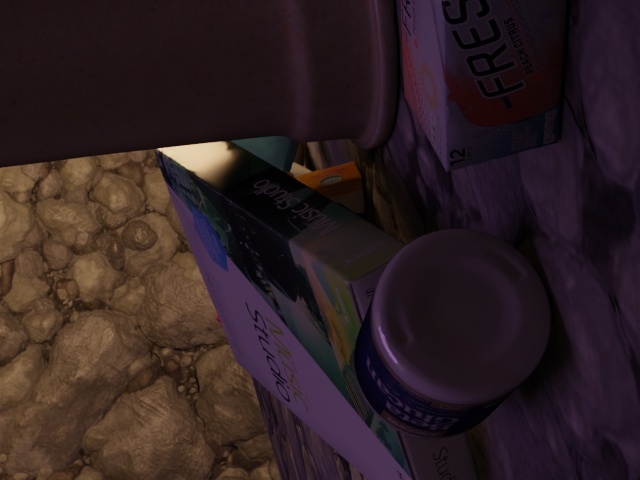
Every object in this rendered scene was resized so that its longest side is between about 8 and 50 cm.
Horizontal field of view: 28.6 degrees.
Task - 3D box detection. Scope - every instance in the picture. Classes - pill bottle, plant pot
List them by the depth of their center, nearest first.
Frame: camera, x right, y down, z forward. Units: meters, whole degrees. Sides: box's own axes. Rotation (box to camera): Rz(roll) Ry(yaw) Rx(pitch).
[{"bbox_3d":[0.068,0.063,0.721,0.169,0.094,0.094,100,153,-71],"label":"pill bottle"},{"bbox_3d":[-0.141,-0.194,0.917,0.334,0.305,0.333,166,90,-81],"label":"plant pot"}]

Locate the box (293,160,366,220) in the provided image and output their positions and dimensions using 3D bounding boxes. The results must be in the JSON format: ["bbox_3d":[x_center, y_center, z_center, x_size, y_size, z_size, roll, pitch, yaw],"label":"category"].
[{"bbox_3d":[0.000,0.000,1.092,0.028,0.081,0.136,-116,13,-48],"label":"box"}]

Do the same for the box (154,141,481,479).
[{"bbox_3d":[-0.009,0.058,0.973,0.322,0.058,0.232,31,146,53],"label":"box"}]

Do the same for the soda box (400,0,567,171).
[{"bbox_3d":[0.068,-0.120,0.536,0.063,0.058,0.183,-114,12,-45],"label":"soda box"}]

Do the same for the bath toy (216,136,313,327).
[{"bbox_3d":[-0.062,-0.006,1.332,0.348,0.129,0.151,85,-159,-46],"label":"bath toy"}]
